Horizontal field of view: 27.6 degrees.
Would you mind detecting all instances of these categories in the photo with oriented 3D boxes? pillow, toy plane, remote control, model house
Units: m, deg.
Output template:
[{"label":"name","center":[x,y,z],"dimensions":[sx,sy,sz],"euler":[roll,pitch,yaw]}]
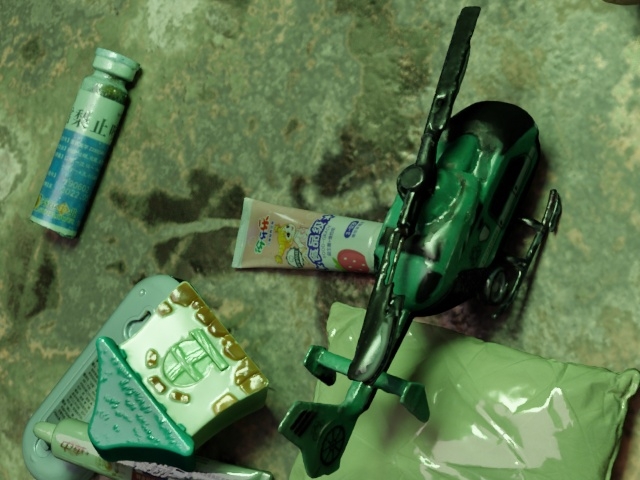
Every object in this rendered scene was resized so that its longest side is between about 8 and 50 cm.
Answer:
[{"label":"pillow","center":[0.091,0.207,1.035],"dimensions":[0.274,0.076,0.281],"euler":[12,86,31]},{"label":"toy plane","center":[0.080,0.014,1.010],"dimensions":[0.106,0.155,0.382],"euler":[18,72,34]},{"label":"remote control","center":[-0.201,0.135,1.243],"dimensions":[0.244,0.047,0.087],"euler":[-51,56,9]},{"label":"model house","center":[-0.136,0.133,1.127],"dimensions":[0.149,0.100,0.127],"euler":[-38,78,-14]}]

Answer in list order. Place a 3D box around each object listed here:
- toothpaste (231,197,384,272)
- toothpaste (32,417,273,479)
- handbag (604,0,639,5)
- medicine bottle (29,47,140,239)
[{"label":"toothpaste","center":[0.000,0.000,1.161],"dimensions":[0.194,0.043,0.067],"euler":[6,83,37]},{"label":"toothpaste","center":[-0.157,0.205,1.182],"dimensions":[0.233,0.038,0.060],"euler":[16,93,14]},{"label":"handbag","center":[0.280,-0.264,0.975],"dimensions":[0.205,0.179,0.116],"euler":[-21,76,27]},{"label":"medicine bottle","center":[-0.238,-0.098,1.316],"dimensions":[0.051,0.051,0.191],"euler":[22,91,33]}]
